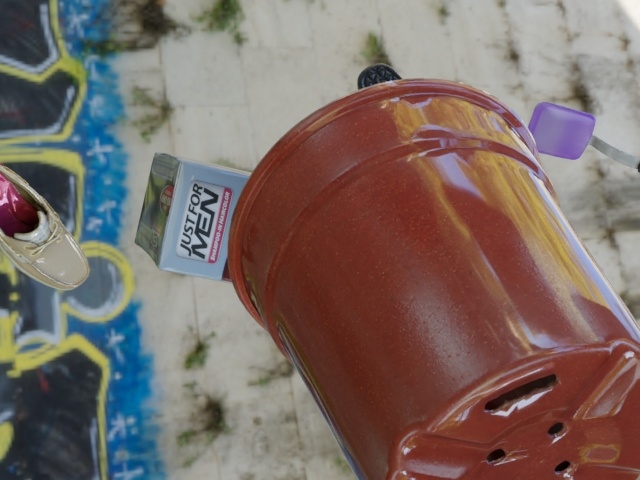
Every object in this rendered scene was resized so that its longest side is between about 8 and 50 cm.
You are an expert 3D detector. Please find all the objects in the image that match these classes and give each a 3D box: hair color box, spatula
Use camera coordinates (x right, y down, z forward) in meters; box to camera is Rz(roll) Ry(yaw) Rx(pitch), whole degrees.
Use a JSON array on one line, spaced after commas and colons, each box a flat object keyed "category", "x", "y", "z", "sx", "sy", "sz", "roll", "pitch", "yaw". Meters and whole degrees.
[{"category": "hair color box", "x": 0.000, "y": 0.000, "z": 1.046, "sx": 0.185, "sy": 0.374, "sz": 0.114, "roll": -158, "pitch": -100, "yaw": -70}, {"category": "spatula", "x": 0.449, "y": -0.124, "z": 1.401, "sx": 0.030, "sy": 0.296, "sz": 0.084, "roll": -52, "pitch": 162, "yaw": -53}]

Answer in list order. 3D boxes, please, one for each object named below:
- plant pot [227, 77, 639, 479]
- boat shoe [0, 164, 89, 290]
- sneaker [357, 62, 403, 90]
[{"category": "plant pot", "x": 0.094, "y": 0.065, "z": 0.677, "sx": 0.265, "sy": 0.272, "sz": 0.272, "roll": -116, "pitch": -150, "yaw": -50}, {"category": "boat shoe", "x": -0.281, "y": -0.012, "z": 0.907, "sx": 0.170, "sy": 0.063, "sz": 0.059, "roll": 49, "pitch": -21, "yaw": -29}, {"category": "sneaker", "x": 0.137, "y": -0.168, "z": 1.438, "sx": 0.235, "sy": 0.084, "sz": 0.097, "roll": 60, "pitch": -3, "yaw": 16}]
